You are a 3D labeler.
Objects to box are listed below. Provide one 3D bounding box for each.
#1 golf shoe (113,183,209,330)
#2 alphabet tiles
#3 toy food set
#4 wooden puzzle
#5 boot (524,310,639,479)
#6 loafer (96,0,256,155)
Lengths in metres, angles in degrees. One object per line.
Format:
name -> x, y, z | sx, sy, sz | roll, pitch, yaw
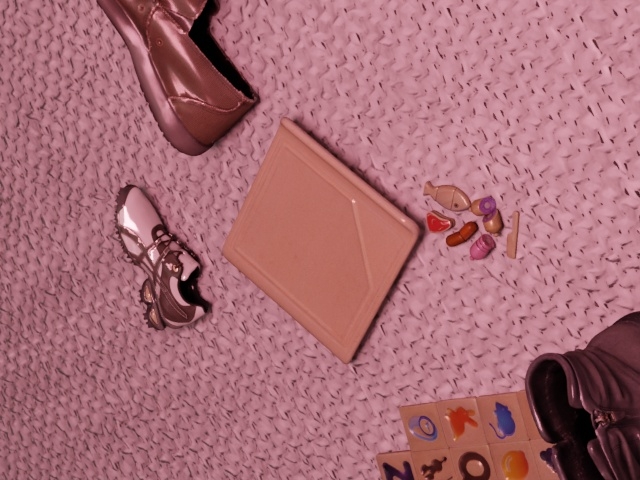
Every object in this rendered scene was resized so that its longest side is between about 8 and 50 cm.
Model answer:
golf shoe -> -0.199, 0.016, 2.032 | 0.094, 0.077, 0.198 | -12, 104, 29
alphabet tiles -> 0.220, 0.315, 1.835 | 0.342, 0.011, 0.285 | -12, 96, 40
toy food set -> 0.162, -0.017, 1.765 | 0.122, 0.019, 0.078 | 15, 113, 34
wooden puzzle -> 0.000, 0.000, 1.888 | 0.221, 0.044, 0.238 | 41, 130, 20
boot -> 0.333, 0.246, 1.585 | 0.118, 0.223, 0.338 | -39, 79, 38
loafer -> -0.182, -0.288, 1.895 | 0.130, 0.134, 0.366 | -23, 100, 17
